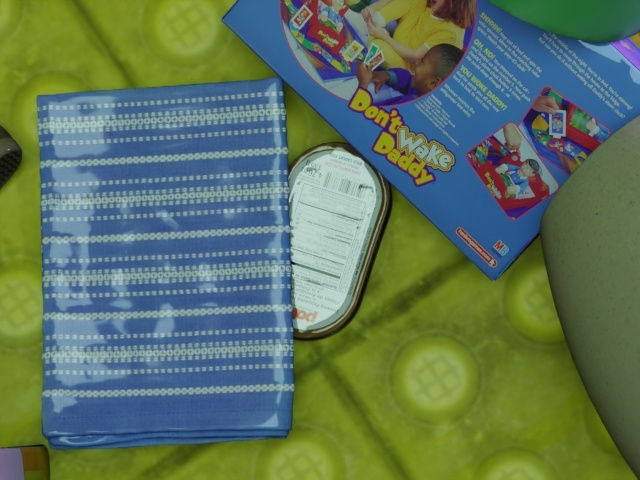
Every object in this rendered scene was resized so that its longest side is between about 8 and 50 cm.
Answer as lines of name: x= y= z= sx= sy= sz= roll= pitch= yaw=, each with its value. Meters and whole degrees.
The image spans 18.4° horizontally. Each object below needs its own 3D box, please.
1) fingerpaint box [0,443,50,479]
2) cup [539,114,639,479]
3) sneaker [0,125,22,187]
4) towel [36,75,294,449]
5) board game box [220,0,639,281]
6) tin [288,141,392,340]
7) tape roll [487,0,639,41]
fingerpaint box: x=-0.321 y=0.398 z=1.644 sx=0.163 sy=0.371 sz=0.445 roll=-5 pitch=85 yaw=2
cup: x=0.326 y=0.020 z=1.694 sx=0.331 sy=0.331 sz=0.237 roll=-41 pitch=72 yaw=-2
sneaker: x=-0.365 y=-0.041 z=1.851 sx=0.188 sy=0.066 sz=0.071 roll=-42 pitch=68 yaw=-7
towel: x=-0.146 y=0.021 z=1.819 sx=0.243 sy=0.040 sz=0.336 roll=-3 pitch=84 yaw=12
board game box: x=0.115 y=-0.168 z=1.786 sx=0.347 sy=0.078 sz=0.233 roll=45 pitch=110 yaw=6
tin: x=0.000 y=0.000 z=1.836 sx=0.106 sy=0.040 sz=0.190 roll=17 pitch=86 yaw=8
tape roll: x=0.185 y=-0.316 z=1.730 sx=0.321 sy=0.321 sz=0.077 roll=45 pitch=128 yaw=6
